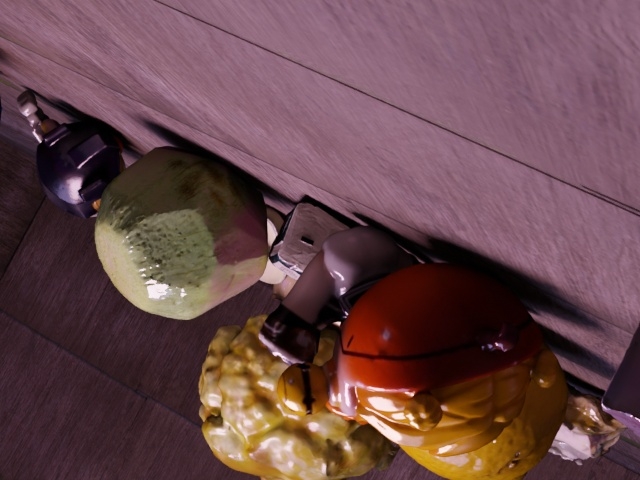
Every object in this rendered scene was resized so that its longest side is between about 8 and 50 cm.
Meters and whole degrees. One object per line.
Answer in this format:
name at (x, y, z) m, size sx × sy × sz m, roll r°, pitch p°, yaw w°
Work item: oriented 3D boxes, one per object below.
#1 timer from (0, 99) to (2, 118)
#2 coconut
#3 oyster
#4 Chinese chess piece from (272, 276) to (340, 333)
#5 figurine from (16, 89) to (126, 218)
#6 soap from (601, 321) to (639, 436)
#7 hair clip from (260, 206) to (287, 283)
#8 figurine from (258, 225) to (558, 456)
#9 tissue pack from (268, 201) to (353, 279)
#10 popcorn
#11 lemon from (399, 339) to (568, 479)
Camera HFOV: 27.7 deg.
timer at (-0.567, -0.204, 1.874) m, size 0.270 × 0.270 × 0.383 m, roll 29°, pitch -170°, yaw -6°
coconut at (-0.169, -0.012, 1.690) m, size 0.236 × 0.236 × 0.204 m, roll 26°, pitch 139°, yaw 24°
oyster at (0.327, 0.238, 2.025) m, size 0.351 × 0.115 × 0.238 m, roll 18°, pitch 161°, yaw 38°
Chinese chess piece at (0.058, 0.096, 2.003) m, size 0.270 × 0.112 × 0.270 m, roll 27°, pitch 174°, yaw 3°
figurine at (-0.371, -0.110, 2.064) m, size 0.308 × 0.143 × 0.308 m, roll 28°, pitch 178°, yaw 1°
soap at (0.411, 0.184, 1.044) m, size 0.296 × 0.107 × 0.285 m, roll 25°, pitch 174°, yaw 36°
hair clip at (-0.136, -0.012, 1.913) m, size 0.218 × 0.071 × 0.159 m, roll 40°, pitch 139°, yaw -10°
figurine at (0.106, 0.107, 1.407) m, size 0.320 × 0.196 × 0.323 m, roll -17°, pitch -150°, yaw -27°
tissue pack at (-0.006, 0.011, 1.620) m, size 0.103 × 0.090 × 0.170 m, roll 29°, pitch 176°, yaw -4°
popcorn at (-0.022, 0.248, 1.964) m, size 0.335 × 0.274 × 0.279 m, roll 19°, pitch 145°, yaw 0°
lemon at (0.187, 0.193, 1.657) m, size 0.253 × 0.228 × 0.228 m, roll 29°, pitch 175°, yaw 1°
